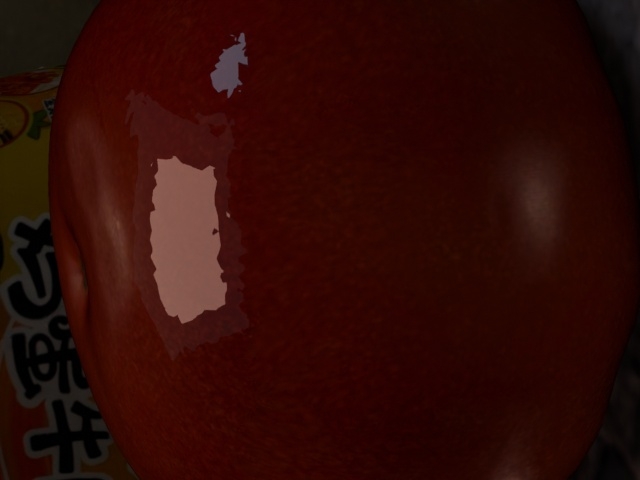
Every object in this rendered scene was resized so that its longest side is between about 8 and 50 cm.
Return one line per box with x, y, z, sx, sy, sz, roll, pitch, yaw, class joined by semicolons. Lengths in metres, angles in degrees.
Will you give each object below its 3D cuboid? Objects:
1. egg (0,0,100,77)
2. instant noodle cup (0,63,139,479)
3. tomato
-0.217;-0.090;0.930;0.258;0.258;0.352;-121;27;-51;egg
-0.103;0.040;0.720;0.264;0.200;0.264;174;90;-73;instant noodle cup
0.000;0.000;0.484;0.195;0.136;0.195;172;90;-72;tomato
